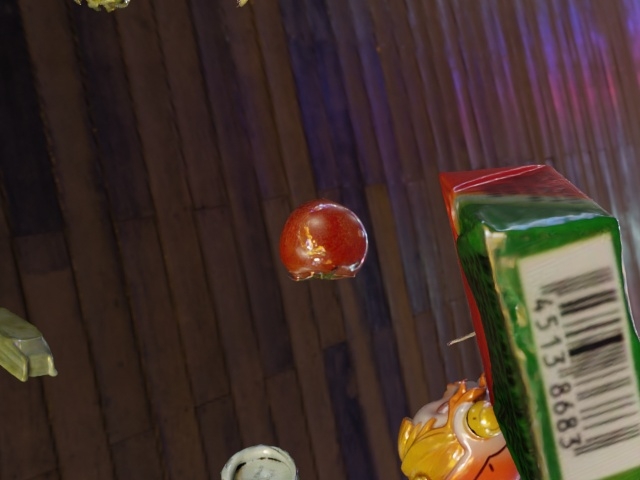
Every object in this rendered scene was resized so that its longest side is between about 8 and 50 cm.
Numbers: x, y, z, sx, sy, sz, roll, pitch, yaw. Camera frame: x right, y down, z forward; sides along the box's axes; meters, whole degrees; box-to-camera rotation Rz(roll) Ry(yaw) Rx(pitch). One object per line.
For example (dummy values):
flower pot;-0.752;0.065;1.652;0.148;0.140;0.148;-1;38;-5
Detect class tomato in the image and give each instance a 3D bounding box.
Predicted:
tomato;0.000;0.000;1.759;0.167;0.167;0.167;21;64;-51

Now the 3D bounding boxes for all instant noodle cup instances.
instant noodle cup;-0.104;0.530;1.843;0.207;0.207;0.233;-55;150;-47

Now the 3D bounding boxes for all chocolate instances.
chocolate;0.266;0.093;1.144;0.341;0.161;0.360;-90;165;-75

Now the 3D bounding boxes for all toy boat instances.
toy boat;-0.516;0.145;1.497;0.093;0.293;0.055;-2;106;-47

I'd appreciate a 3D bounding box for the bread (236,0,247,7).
bread;-0.199;-0.629;2.149;0.152;0.127;0.147;21;37;-43

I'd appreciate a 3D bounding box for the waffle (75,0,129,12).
waffle;-0.428;-0.514;1.739;0.214;0.208;0.054;30;51;-12

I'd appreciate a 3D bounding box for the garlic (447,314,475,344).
garlic;0.412;0.151;2.406;0.207;0.256;0.207;61;9;-16

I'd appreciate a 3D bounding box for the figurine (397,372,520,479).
figurine;0.262;0.317;1.538;0.196;0.323;0.320;53;3;10
